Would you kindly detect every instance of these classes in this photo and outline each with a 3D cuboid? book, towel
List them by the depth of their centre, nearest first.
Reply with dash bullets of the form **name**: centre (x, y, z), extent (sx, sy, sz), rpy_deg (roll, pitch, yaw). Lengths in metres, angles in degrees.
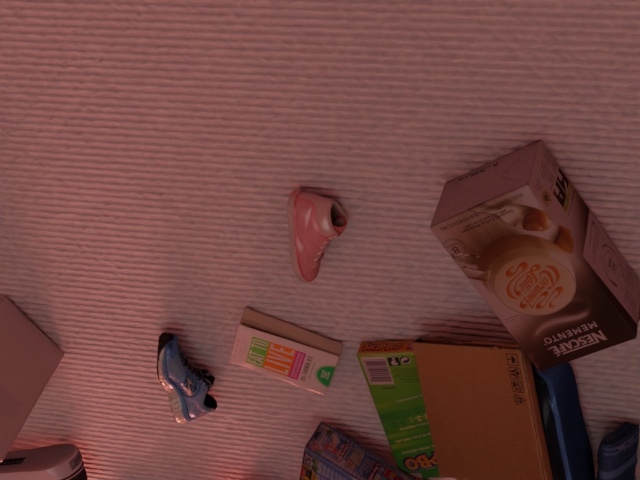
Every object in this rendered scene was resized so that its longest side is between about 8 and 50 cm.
- **towel**: centre (0.399, 0.303, 1.737), extent (0.029, 0.067, 0.119), rpy_deg (36, 143, 41)
- **book**: centre (-0.049, 0.158, 1.801), extent (0.144, 0.035, 0.096), rpy_deg (19, 135, 2)

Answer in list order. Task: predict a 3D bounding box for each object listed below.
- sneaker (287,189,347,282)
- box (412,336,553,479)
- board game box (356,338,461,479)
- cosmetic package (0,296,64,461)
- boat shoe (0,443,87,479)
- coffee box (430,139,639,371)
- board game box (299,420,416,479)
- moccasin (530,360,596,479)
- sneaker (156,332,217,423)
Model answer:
- **sneaker**: centre (0.000, 0.000, 1.642), extent (0.070, 0.051, 0.134), rpy_deg (8, 125, 20)
- **box**: centre (0.208, 0.222, 1.672), extent (0.164, 0.021, 0.201), rpy_deg (0, 111, 38)
- **board game box**: centre (0.145, 0.245, 1.798), extent (0.124, 0.039, 0.259), rpy_deg (-4, 123, 23)
- **cosmetic package**: centre (-0.530, 0.234, 1.896), extent (0.224, 0.224, 0.138), rpy_deg (-26, 117, 34)
- **boat shoe**: centre (-0.512, 0.402, 2.097), extent (0.306, 0.113, 0.105), rpy_deg (-11, 109, 15)
- **coffee box**: centre (0.262, 0.022, 1.539), extent (0.141, 0.098, 0.246), rpy_deg (-25, 116, 33)
- **board game box**: centre (0.065, 0.379, 1.889), extent (0.194, 0.060, 0.194), rpy_deg (22, 136, 15)
- **moccasin**: centre (0.298, 0.299, 1.745), extent (0.117, 0.138, 0.342), rpy_deg (1, 112, 28)
- **sneaker**: centre (-0.191, 0.192, 1.868), extent (0.073, 0.063, 0.162), rpy_deg (-12, 129, 5)
